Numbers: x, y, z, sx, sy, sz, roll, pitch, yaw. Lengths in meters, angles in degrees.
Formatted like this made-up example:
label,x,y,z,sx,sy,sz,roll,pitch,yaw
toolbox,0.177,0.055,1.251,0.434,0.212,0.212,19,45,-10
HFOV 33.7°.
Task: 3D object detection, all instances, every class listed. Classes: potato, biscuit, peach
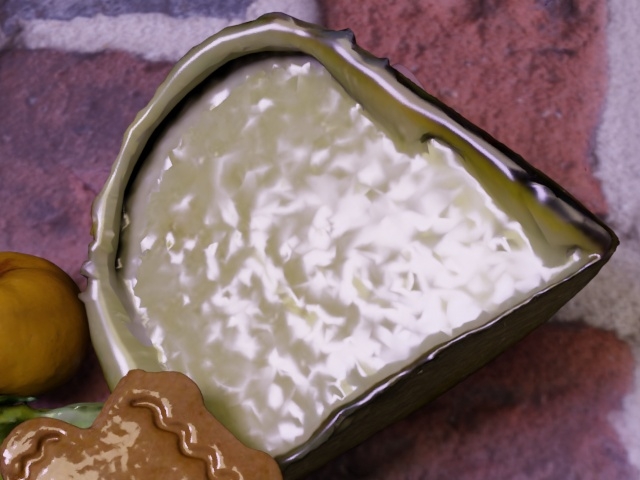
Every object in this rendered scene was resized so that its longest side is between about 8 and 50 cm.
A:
label,x,y,z,sx,sy,sz,roll,pitch,yaw
potato,0.000,0.000,0.777,0.330,0.213,0.280,-37,77,8
biscuit,-0.136,0.193,0.612,0.184,0.035,0.249,45,69,7
peach,-0.269,0.062,0.825,0.179,0.179,0.103,13,102,13

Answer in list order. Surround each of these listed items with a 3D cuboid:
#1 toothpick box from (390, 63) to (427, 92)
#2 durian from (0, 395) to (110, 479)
label,x,y,z,sx,sy,sz,roll,pitch,yaw
toothpick box,0.022,-0.076,0.906,0.149,0.098,0.098,-28,62,-9
durian,-0.204,0.221,0.703,0.256,0.204,0.339,-22,65,-11
